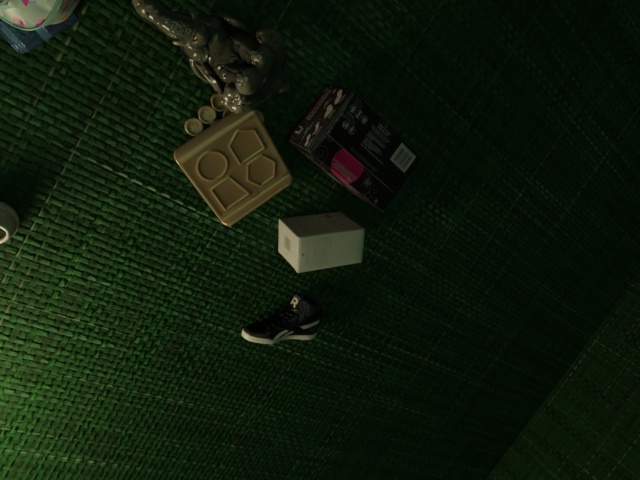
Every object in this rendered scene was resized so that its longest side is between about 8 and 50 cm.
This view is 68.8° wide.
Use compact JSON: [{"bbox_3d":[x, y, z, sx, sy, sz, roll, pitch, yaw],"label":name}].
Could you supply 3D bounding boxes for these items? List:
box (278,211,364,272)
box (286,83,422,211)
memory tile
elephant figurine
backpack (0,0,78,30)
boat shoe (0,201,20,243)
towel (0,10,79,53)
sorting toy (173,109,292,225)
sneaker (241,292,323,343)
[{"bbox_3d":[0.000,0.000,1.121,0.171,0.130,0.090,-7,114,-23],"label":"box"},{"bbox_3d":[0.078,-0.209,1.059,0.247,0.142,0.163,34,94,-35],"label":"box"},{"bbox_3d":[-0.200,-0.249,0.981,0.148,0.012,0.113,-43,124,-2],"label":"memory tile"},{"bbox_3d":[-0.189,-0.358,0.865,0.169,0.240,0.186,-54,172,-28],"label":"elephant figurine"},{"bbox_3d":[-0.457,-0.407,0.680,0.189,0.144,0.165,28,113,-24],"label":"backpack"},{"bbox_3d":[-0.682,-0.007,0.803,0.277,0.096,0.098,-15,118,-20],"label":"boat shoe"},{"bbox_3d":[-0.474,-0.370,0.781,0.120,0.029,0.067,-37,124,-7],"label":"towel"},{"bbox_3d":[-0.182,-0.159,1.009,0.193,0.038,0.208,-36,127,-8],"label":"sorting toy"},{"bbox_3d":[-0.094,0.192,1.201,0.217,0.079,0.121,4,107,-36],"label":"sneaker"}]
